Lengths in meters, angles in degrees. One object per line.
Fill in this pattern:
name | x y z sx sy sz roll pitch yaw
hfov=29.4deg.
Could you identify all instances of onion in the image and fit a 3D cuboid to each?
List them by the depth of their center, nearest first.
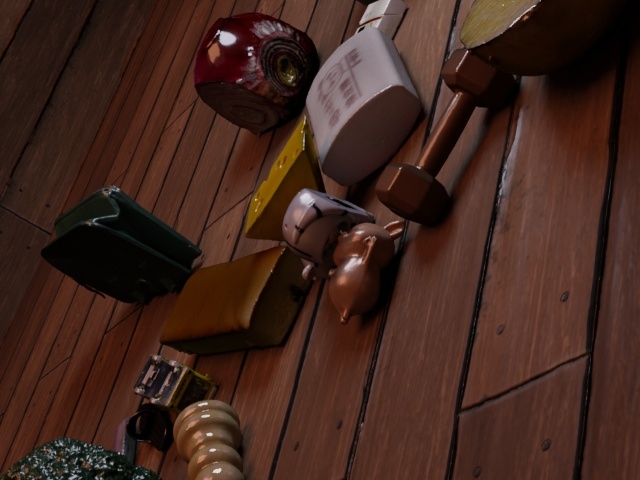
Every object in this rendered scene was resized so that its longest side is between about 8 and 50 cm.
onion | -0.129 -0.338 2.307 0.216 0.206 0.207 -20 43 58

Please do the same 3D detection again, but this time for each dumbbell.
dumbbell | 0.157 -0.131 1.537 0.082 0.092 0.231 27 84 42

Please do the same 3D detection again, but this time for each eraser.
eraser | 0.060 -0.208 1.856 0.174 0.095 0.270 -49 23 18

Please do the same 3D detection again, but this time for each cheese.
cheese | -0.037 -0.089 1.769 0.093 0.126 0.171 -84 2 -50

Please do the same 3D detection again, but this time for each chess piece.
chess piece | -0.142 0.300 1.627 0.094 0.094 0.170 -52 28 18

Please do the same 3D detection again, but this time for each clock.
clock | 0.001 0.000 1.640 0.117 0.080 0.176 -65 -22 5

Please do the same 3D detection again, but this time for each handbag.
handbag | -0.391 0.024 2.352 0.326 0.238 0.089 -25 35 57

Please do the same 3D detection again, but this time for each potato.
potato | 0.284 -0.285 1.422 0.239 0.116 0.299 -45 14 24

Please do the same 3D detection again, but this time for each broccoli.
broccoli | -0.345 0.426 1.732 0.297 0.298 0.297 -28 74 54

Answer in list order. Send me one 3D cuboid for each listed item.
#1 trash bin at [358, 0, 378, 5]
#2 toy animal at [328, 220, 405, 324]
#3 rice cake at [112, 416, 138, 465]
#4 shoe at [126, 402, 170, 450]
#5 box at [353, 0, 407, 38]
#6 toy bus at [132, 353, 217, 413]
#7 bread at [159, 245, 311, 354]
trash bin | 0.119 -0.578 2.070 0.343 0.223 0.158 -37 30 51
toy animal | 0.051 0.038 1.563 0.083 0.089 0.150 0 55 40
rice cake | -0.329 0.370 2.014 0.047 0.036 0.206 -38 27 22
shoe | -0.285 0.300 1.978 0.159 0.053 0.062 17 95 65
box | 0.084 -0.332 2.046 0.084 0.040 0.154 -9 54 65
toy bus | -0.241 0.234 1.950 0.081 0.074 0.226 -62 20 -12
bread | -0.137 0.101 1.893 0.361 0.077 0.138 -16 48 61
